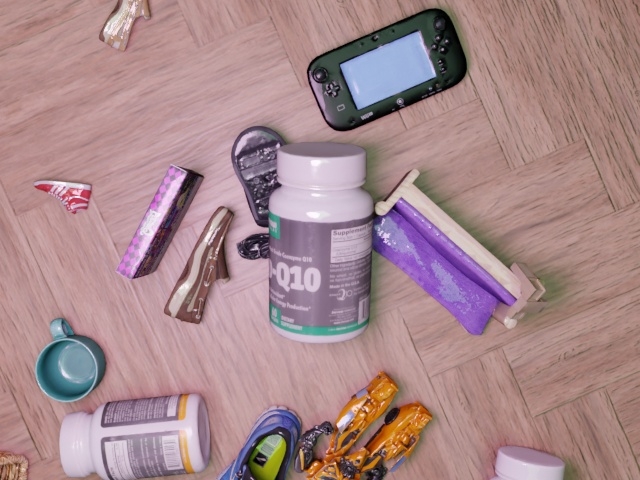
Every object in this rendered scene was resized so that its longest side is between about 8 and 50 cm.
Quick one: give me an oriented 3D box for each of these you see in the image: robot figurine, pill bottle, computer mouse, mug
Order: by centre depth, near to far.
[{"bbox_3d":[0.000,0.000,1.613,0.204,0.204,0.361,1,107,0],"label":"pill bottle"},{"bbox_3d":[0.409,0.577,1.692,0.161,0.161,0.283,9,92,0],"label":"pill bottle"},{"bbox_3d":[-0.374,0.404,1.693,0.278,0.162,0.162,-6,92,2],"label":"pill bottle"},{"bbox_3d":[0.084,0.424,1.714,0.211,0.085,0.291,41,90,-13],"label":"robot figurine"},{"bbox_3d":[-0.508,0.248,1.719,0.129,0.097,0.158,17,92,0],"label":"mug"},{"bbox_3d":[-0.109,-0.106,1.721,0.188,0.072,0.272,-14,104,-1],"label":"computer mouse"}]

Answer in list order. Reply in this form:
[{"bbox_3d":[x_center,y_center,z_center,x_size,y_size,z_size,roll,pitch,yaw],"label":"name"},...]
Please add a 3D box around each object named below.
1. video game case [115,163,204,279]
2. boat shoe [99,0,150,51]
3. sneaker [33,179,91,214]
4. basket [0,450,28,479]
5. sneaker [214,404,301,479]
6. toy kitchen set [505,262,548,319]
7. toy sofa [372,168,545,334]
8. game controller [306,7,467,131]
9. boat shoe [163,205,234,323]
[{"bbox_3d":[-0.314,-0.038,1.650,0.042,0.210,0.232,28,93,-1],"label":"video game case"},{"bbox_3d":[-0.381,-0.480,1.712,0.072,0.068,0.190,30,102,-13],"label":"boat shoe"},{"bbox_3d":[-0.542,-0.090,1.733,0.118,0.042,0.067,5,89,-2],"label":"sneaker"},{"bbox_3d":[-0.747,0.580,1.676,0.223,0.213,0.299,11,93,1],"label":"basket"},{"bbox_3d":[-0.150,0.500,1.701,0.129,0.147,0.330,26,93,0],"label":"sneaker"},{"bbox_3d":[0.392,0.099,1.594,0.068,0.075,0.083,5,131,-37],"label":"toy kitchen set"},{"bbox_3d":[0.255,0.034,1.677,0.362,0.150,0.177,41,91,-1],"label":"toy sofa"},{"bbox_3d":[0.137,-0.349,1.705,0.319,0.067,0.166,-23,92,2],"label":"game controller"},{"bbox_3d":[-0.228,0.056,1.717,0.095,0.095,0.257,27,103,-6],"label":"boat shoe"}]
